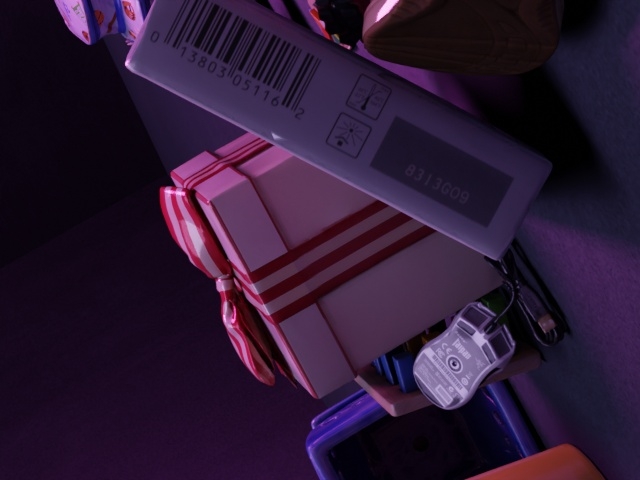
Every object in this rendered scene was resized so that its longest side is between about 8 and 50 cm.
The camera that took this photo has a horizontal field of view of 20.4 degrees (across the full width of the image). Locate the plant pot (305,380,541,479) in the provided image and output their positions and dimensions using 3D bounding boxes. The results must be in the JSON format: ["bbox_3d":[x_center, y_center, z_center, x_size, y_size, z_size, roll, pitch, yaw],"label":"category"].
[{"bbox_3d":[0.127,0.260,2.085,0.236,0.236,0.212,60,179,-7],"label":"plant pot"}]

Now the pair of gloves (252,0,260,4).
[{"bbox_3d":[-0.052,-0.227,2.057,0.204,0.042,0.240,54,179,0],"label":"pair of gloves"}]

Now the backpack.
[{"bbox_3d":[-0.242,-0.365,2.227,0.263,0.213,0.276,28,146,56],"label":"backpack"}]

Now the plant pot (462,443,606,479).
[{"bbox_3d":[0.198,0.338,1.839,0.254,0.239,0.254,57,172,13],"label":"plant pot"}]

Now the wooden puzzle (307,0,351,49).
[{"bbox_3d":[0.008,-0.222,1.809,0.078,0.014,0.116,60,173,4],"label":"wooden puzzle"}]

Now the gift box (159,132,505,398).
[{"bbox_3d":[0.000,0.000,1.781,0.255,0.258,0.276,61,171,-10],"label":"gift box"}]

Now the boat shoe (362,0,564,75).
[{"bbox_3d":[0.098,-0.185,1.084,0.341,0.121,0.110,117,160,-78],"label":"boat shoe"}]

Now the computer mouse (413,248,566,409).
[{"bbox_3d":[0.152,0.089,1.667,0.106,0.042,0.193,50,136,9],"label":"computer mouse"}]

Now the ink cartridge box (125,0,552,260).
[{"bbox_3d":[0.022,-0.113,1.437,0.308,0.091,0.385,27,-171,-1],"label":"ink cartridge box"}]

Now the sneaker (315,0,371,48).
[{"bbox_3d":[0.026,-0.263,1.202,0.299,0.120,0.112,85,-174,-55],"label":"sneaker"}]

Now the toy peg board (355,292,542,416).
[{"bbox_3d":[0.116,0.098,1.807,0.161,0.160,0.079,-146,39,-72],"label":"toy peg board"}]
